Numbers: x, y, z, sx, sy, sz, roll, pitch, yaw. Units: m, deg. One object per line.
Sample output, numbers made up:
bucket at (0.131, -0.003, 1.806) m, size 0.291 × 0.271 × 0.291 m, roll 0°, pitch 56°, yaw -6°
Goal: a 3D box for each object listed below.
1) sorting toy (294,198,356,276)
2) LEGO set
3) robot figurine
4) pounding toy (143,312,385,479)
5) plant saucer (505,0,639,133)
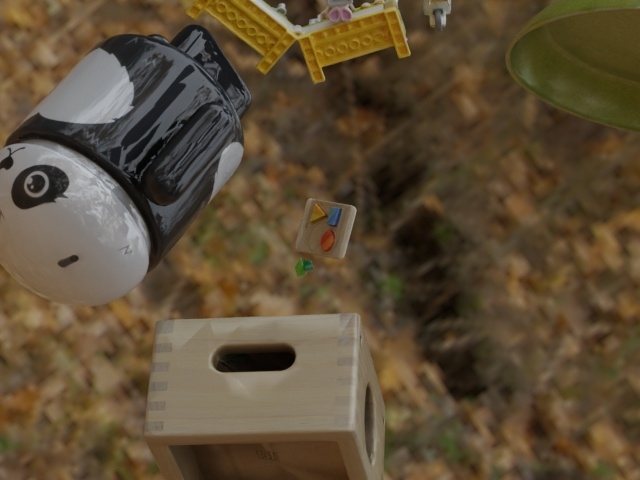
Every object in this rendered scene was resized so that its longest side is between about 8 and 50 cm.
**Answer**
sorting toy at (0.000, 0.000, 2.006) m, size 0.062 × 0.083 × 0.012 m, roll 12°, pitch -7°, yaw 36°
LEGO set at (-0.023, -0.225, 1.787) m, size 0.107 × 0.287 × 0.132 m, roll -89°, pitch -177°, yaw -63°
robot figurine at (-0.178, -0.071, 1.708) m, size 0.173 × 0.209 × 0.278 m, roll 33°, pitch 57°, yaw 7°
pounding toy at (0.002, 0.128, 1.245) m, size 0.206 × 0.181 × 0.094 m, roll 74°, pitch 16°, yaw -56°
plant saucer at (0.240, -0.117, 1.249) m, size 0.241 × 0.241 × 0.037 m, roll 29°, pitch 67°, yaw -53°
